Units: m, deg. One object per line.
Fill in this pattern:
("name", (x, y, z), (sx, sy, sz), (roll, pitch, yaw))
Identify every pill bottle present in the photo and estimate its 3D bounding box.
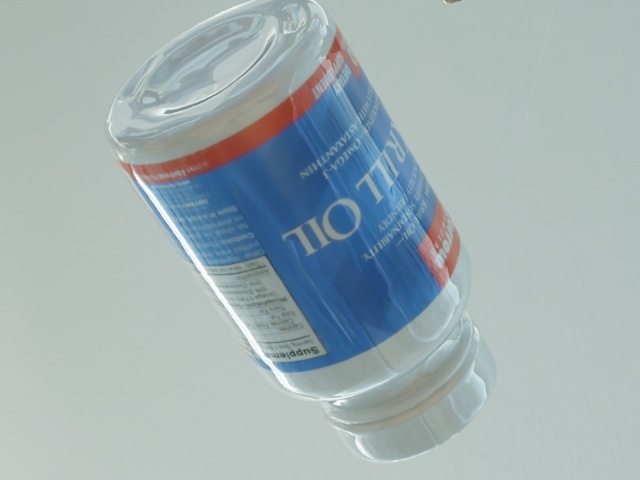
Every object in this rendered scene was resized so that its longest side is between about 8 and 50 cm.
("pill bottle", (0.000, 0.000, 0.912), (0.124, 0.124, 0.221), (-30, -62, 6))

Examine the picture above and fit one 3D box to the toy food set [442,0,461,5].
("toy food set", (0.149, -0.164, 0.929), (0.132, 0.192, 0.038), (-13, -64, 44))
